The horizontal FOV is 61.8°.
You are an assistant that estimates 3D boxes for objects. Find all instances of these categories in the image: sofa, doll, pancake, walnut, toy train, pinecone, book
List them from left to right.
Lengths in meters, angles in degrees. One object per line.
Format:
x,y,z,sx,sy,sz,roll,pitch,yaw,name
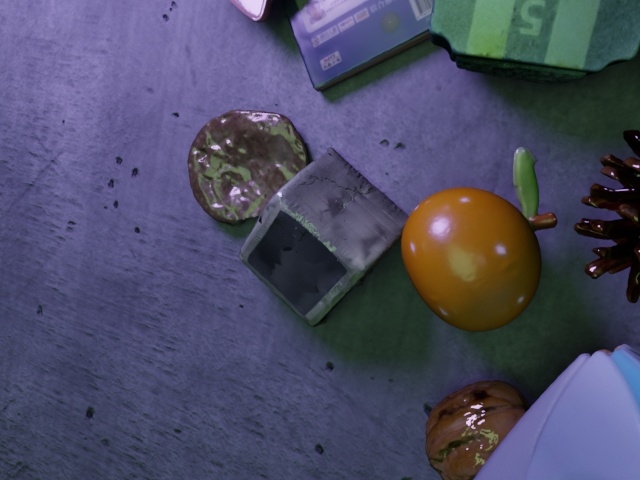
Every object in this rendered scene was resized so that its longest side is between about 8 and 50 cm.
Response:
-0.132,-0.133,0.977,0.236,0.042,0.222,-30,86,20,pancake
0.000,0.000,0.905,0.210,0.176,0.225,41,137,6,sofa
0.046,-0.501,0.870,0.300,0.039,0.427,-20,87,23,book
0.240,0.300,0.807,0.184,0.155,0.155,-35,81,21,walnut
0.238,0.010,0.761,0.236,0.213,0.213,-30,83,8,doll
0.288,-0.336,0.711,0.299,0.167,0.238,13,105,10,toy train
0.441,-0.032,0.647,0.264,0.264,0.264,2,96,22,pinecone

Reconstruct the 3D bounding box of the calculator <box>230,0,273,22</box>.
-0.119,-0.537,0.892,0.220,0.048,0.329,-36,78,23,calculator

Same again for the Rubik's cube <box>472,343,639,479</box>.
0.401,0.373,0.582,0.347,0.351,0.352,30,108,-17,Rubik's cube
